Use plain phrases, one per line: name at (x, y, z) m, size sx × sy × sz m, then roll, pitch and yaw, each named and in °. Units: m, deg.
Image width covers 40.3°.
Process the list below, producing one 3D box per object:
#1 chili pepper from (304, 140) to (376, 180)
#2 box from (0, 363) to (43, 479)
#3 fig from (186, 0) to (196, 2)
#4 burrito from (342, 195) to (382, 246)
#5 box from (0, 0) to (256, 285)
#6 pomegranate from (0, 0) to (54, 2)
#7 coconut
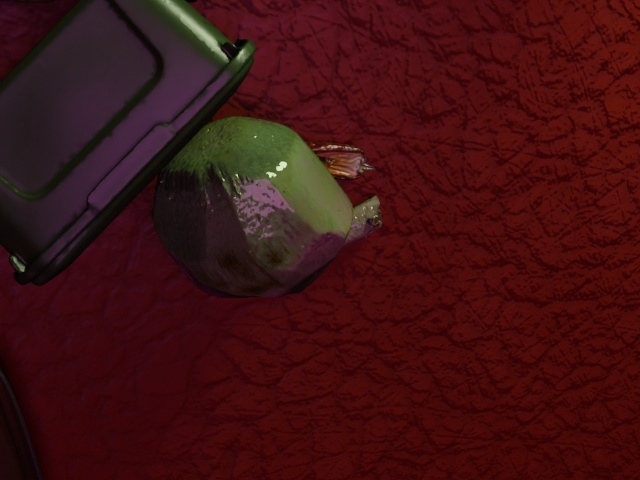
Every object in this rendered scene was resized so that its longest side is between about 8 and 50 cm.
chili pepper at (-0.015, -0.105, 1.097) m, size 0.178 × 0.027 × 0.045 m, roll 5°, pitch 104°, yaw -19°
box at (-0.482, 0.292, 1.059) m, size 0.263 × 0.108 × 0.403 m, roll -13°, pitch 113°, yaw -12°
fig at (-0.098, -0.378, 0.917) m, size 0.170 × 0.145 × 0.274 m, roll 10°, pitch 120°, yaw -19°
burrito at (0.000, 0.000, 1.138) m, size 0.186 × 0.041 × 0.045 m, roll -26°, pitch 157°, yaw -7°
box at (-0.236, -0.133, 0.903) m, size 0.178 × 0.253 × 0.328 m, roll 43°, pitch 93°, yaw -17°
pomegranate at (-0.428, -0.259, 0.799) m, size 0.290 × 0.291 × 0.323 m, roll -53°, pitch 150°, yaw 7°
coconut at (-0.076, -0.025, 1.006) m, size 0.236 × 0.204 × 0.235 m, roll -2°, pitch 122°, yaw -4°
